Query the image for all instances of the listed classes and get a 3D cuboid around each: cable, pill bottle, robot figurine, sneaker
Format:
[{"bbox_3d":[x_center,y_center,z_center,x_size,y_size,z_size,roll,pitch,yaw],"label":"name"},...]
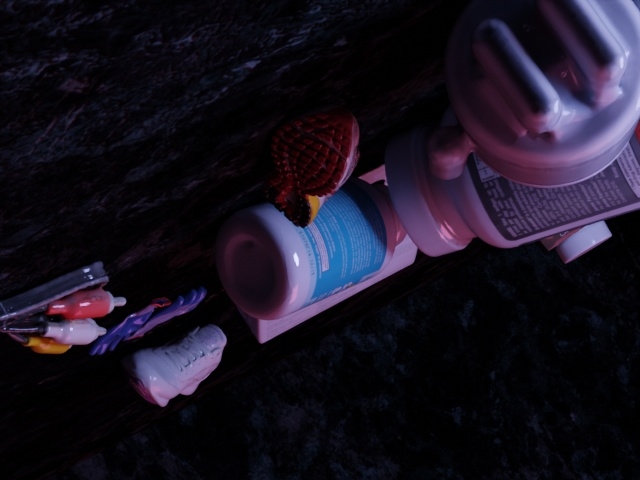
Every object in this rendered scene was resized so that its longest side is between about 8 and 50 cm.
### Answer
[{"bbox_3d":[-0.323,0.091,1.399,0.139,0.072,0.287,-40,167,28],"label":"cable"},{"bbox_3d":[0.277,-0.110,1.614,0.362,0.210,0.210,-18,177,26],"label":"pill bottle"},{"bbox_3d":[0.000,0.000,1.689,0.264,0.146,0.146,-21,168,-43],"label":"pill bottle"},{"bbox_3d":[0.233,-0.161,1.327,0.300,0.200,0.353,-31,172,7],"label":"robot figurine"},{"bbox_3d":[-0.002,-0.097,1.396,0.093,0.088,0.225,-48,179,-22],"label":"sneaker"},{"bbox_3d":[0.438,-0.080,2.396,0.131,0.229,0.131,-29,171,-5],"label":"pill bottle"},{"bbox_3d":[-0.253,0.203,2.278,0.152,0.114,0.305,-45,173,9],"label":"sneaker"}]

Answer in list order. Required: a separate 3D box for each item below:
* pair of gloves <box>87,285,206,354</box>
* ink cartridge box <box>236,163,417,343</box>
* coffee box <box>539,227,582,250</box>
[{"bbox_3d":[-0.260,0.122,1.968,0.159,0.023,0.198,-33,170,26],"label":"pair of gloves"},{"bbox_3d":[0.017,-0.017,1.993,0.308,0.091,0.385,-27,154,-16],"label":"ink cartridge box"},{"bbox_3d":[0.372,-0.108,2.059,0.141,0.098,0.246,-37,-158,16],"label":"coffee box"}]
